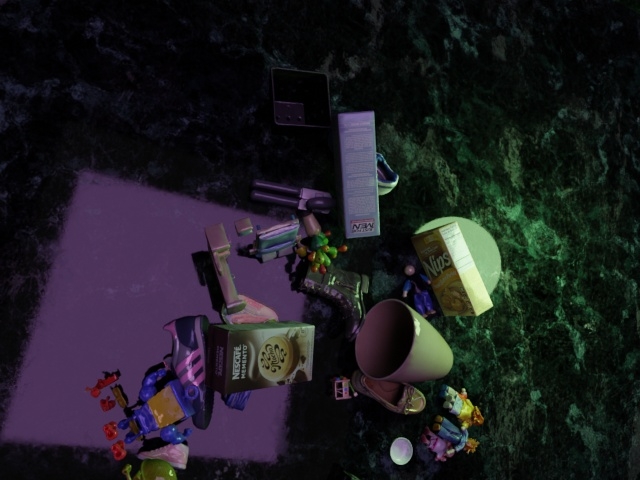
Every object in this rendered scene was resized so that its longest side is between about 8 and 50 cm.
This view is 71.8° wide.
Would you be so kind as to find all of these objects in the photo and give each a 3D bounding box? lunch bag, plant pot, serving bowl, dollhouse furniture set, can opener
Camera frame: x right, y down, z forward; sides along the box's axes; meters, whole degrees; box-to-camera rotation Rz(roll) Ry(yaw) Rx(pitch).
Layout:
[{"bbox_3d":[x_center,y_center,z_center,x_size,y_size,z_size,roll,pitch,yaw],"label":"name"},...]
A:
[{"bbox_3d":[-0.247,0.451,1.307,0.065,0.067,0.098,27,74,-13],"label":"lunch bag"},{"bbox_3d":[0.299,0.355,1.447,0.274,0.256,0.257,27,72,-31],"label":"plant pot"},{"bbox_3d":[0.263,0.697,1.472,0.083,0.027,0.083,3,80,-20],"label":"serving bowl"},{"bbox_3d":[-0.151,0.055,1.274,0.303,0.286,0.198,-18,77,-16],"label":"dollhouse furniture set"},{"bbox_3d":[-0.084,-0.434,1.461,0.187,0.167,0.188,-2,81,-20],"label":"plant pot"},{"bbox_3d":[-0.084,-0.149,1.451,0.283,0.095,0.076,9,77,-19],"label":"can opener"}]

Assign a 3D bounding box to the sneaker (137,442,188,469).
[{"bbox_3d":[-0.432,0.587,1.231,0.134,0.051,0.070,15,58,-7],"label":"sneaker"}]

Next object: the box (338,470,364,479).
[{"bbox_3d":[0.125,0.831,1.372,0.180,0.077,0.147,31,72,-12],"label":"box"}]

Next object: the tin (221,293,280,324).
[{"bbox_3d":[-0.217,0.236,1.372,0.189,0.040,0.106,30,76,-13],"label":"tin"}]

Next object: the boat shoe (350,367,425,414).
[{"bbox_3d":[0.236,0.506,1.460,0.285,0.089,0.105,23,73,-15],"label":"boat shoe"}]

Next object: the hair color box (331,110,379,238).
[{"bbox_3d":[0.109,-0.213,1.408,0.113,0.185,0.375,-5,105,-4],"label":"hair color box"}]

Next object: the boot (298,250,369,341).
[{"bbox_3d":[0.033,0.180,1.441,0.228,0.091,0.263,20,57,-15],"label":"boot"}]

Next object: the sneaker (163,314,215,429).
[{"bbox_3d":[-0.378,0.378,1.268,0.131,0.112,0.319,-5,82,0],"label":"sneaker"}]

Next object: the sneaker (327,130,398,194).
[{"bbox_3d":[0.158,-0.292,1.545,0.296,0.131,0.112,41,72,-8],"label":"sneaker"}]

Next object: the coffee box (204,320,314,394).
[{"bbox_3d":[-0.168,0.326,1.268,0.297,0.118,0.168,5,87,-41],"label":"coffee box"}]

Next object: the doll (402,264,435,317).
[{"bbox_3d":[0.344,0.179,1.578,0.129,0.046,0.189,-19,88,-23],"label":"doll"}]

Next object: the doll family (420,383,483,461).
[{"bbox_3d":[0.469,0.635,1.508,0.163,0.118,0.263,35,71,-12],"label":"doll family"}]

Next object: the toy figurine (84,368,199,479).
[{"bbox_3d":[-0.403,0.465,1.137,0.217,0.191,0.363,-30,77,-13],"label":"toy figurine"}]

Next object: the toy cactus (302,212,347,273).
[{"bbox_3d":[0.000,0.000,1.393,0.112,0.219,0.181,-17,106,20],"label":"toy cactus"}]

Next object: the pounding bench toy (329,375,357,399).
[{"bbox_3d":[0.078,0.472,1.429,0.083,0.052,0.065,1,80,-20],"label":"pounding bench toy"}]

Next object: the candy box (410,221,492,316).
[{"bbox_3d":[0.456,0.106,1.557,0.087,0.183,0.317,-24,90,-23],"label":"candy box"}]
